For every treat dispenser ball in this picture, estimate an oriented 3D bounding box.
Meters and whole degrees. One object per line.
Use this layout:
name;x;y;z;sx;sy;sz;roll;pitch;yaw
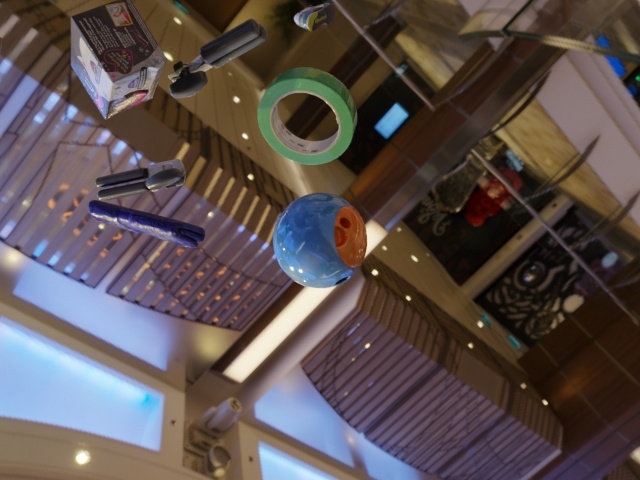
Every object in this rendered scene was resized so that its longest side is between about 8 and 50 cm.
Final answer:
treat dispenser ball;0.000;0.000;1.646;0.288;0.288;0.288;41;-166;-12

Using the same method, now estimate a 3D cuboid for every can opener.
can opener;-0.512;-0.169;1.524;0.095;0.283;0.076;-11;-88;-77
can opener;-0.254;-0.442;1.341;0.093;0.280;0.074;66;-160;6

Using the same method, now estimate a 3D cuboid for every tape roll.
tape roll;-0.042;-0.401;1.787;0.321;0.321;0.077;39;-139;-19

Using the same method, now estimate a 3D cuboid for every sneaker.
sneaker;-0.012;-0.578;1.397;0.059;0.053;0.144;21;-143;25

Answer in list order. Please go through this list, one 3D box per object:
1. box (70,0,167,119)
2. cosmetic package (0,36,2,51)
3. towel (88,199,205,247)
box;-0.472;-0.409;1.259;0.164;0.142;0.247;59;156;-7
cosmetic package;-1.101;-0.515;1.679;0.153;0.297;0.129;10;176;-8
towel;-0.541;-0.047;1.713;0.307;0.076;0.227;13;178;14
